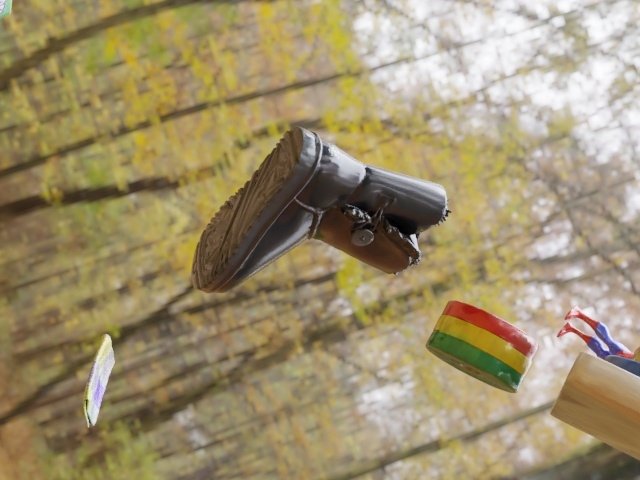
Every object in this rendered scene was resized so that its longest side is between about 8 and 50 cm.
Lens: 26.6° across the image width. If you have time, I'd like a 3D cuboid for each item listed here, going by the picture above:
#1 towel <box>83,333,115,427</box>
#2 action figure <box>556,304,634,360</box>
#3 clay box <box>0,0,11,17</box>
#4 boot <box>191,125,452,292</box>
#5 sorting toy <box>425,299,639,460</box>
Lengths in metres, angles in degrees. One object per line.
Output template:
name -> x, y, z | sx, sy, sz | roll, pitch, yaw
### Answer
towel -> -0.226, 0.142, 1.386 | 0.060, 0.009, 0.083 | 94, 7, -51
action figure -> 0.242, 0.098, 1.078 | 0.115, 0.030, 0.038 | 33, -45, 19
clay box -> -0.327, -0.200, 1.101 | 0.053, 0.222, 0.127 | 50, -27, 10
boot -> 0.000, 0.000, 1.496 | 0.246, 0.207, 0.094 | -49, -148, 30
sorting toy -> 0.172, 0.077, 0.538 | 0.275, 0.046, 0.132 | 26, -9, 12
